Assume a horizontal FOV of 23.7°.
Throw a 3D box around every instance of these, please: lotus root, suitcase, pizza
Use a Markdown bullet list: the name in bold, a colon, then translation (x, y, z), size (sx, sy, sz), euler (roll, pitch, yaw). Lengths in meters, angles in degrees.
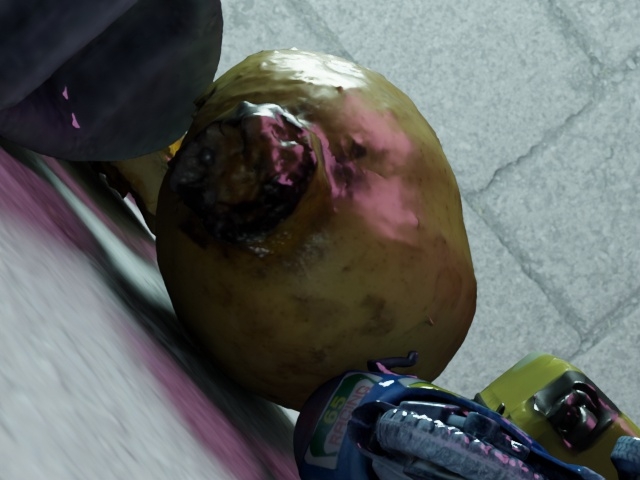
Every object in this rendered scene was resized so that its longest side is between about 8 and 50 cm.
- **lotus root**: translation (0.000, 0.000, 0.716), size (0.160, 0.146, 0.284), euler (59, 4, 18)
- **suitcase**: translation (0.144, 0.175, 0.877), size (0.194, 0.143, 0.235), euler (49, 1, 1)
- **pizza**: translation (-0.119, -0.074, 0.821), size (0.226, 0.069, 0.147), euler (73, -8, -84)

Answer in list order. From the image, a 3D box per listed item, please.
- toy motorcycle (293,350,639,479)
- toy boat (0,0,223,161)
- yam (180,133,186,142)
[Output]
- **toy motorcycle**: translation (0.072, 0.109, 0.628), size (0.135, 0.092, 0.254), euler (16, -15, 38)
- **toy boat**: translation (-0.112, -0.110, 0.605), size (0.078, 0.127, 0.283), euler (45, -4, 21)
- **yam**: translation (-0.106, -0.050, 1.054), size (0.057, 0.057, 0.241), euler (50, 2, 10)
